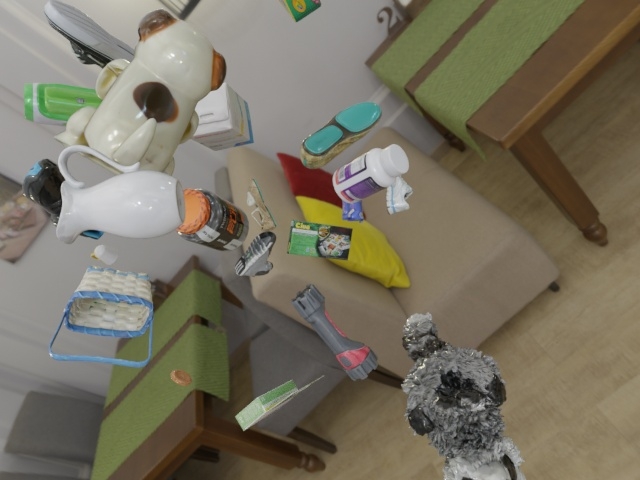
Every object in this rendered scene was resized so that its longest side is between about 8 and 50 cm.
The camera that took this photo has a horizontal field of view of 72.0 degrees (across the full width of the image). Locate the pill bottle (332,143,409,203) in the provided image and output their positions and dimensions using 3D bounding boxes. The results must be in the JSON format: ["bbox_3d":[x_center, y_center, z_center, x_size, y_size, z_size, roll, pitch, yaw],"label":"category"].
[{"bbox_3d":[0.134,-0.179,1.174,0.194,0.108,0.108,-23,43,44],"label":"pill bottle"}]

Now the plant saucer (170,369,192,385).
[{"bbox_3d":[-0.520,0.512,1.650,0.013,0.084,0.083,-60,31,8],"label":"plant saucer"}]

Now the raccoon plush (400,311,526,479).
[{"bbox_3d":[0.342,0.390,1.041,0.216,0.299,0.446,-18,19,18],"label":"raccoon plush"}]

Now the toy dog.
[{"bbox_3d":[-0.421,-0.353,1.080,0.407,0.285,0.395,-62,19,-10],"label":"toy dog"}]

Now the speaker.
[{"bbox_3d":[-0.789,-0.431,1.439,0.131,0.297,0.131,2,93,58],"label":"speaker"}]

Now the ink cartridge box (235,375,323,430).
[{"bbox_3d":[-0.121,0.463,1.312,0.235,0.171,0.056,-46,69,26],"label":"ink cartridge box"}]

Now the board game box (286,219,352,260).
[{"bbox_3d":[0.000,0.000,1.744,0.030,0.260,0.136,-158,77,-65],"label":"board game box"}]

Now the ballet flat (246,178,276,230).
[{"bbox_3d":[-0.230,-0.124,1.612,0.067,0.206,0.073,-28,13,-13],"label":"ballet flat"}]

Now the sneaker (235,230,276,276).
[{"bbox_3d":[-0.220,0.061,1.719,0.229,0.132,0.086,-44,47,21],"label":"sneaker"}]

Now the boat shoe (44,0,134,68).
[{"bbox_3d":[-0.681,-0.572,1.314,0.119,0.335,0.121,-34,73,12],"label":"boat shoe"}]

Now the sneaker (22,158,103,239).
[{"bbox_3d":[-0.711,-0.110,1.253,0.341,0.140,0.125,112,-177,-67],"label":"sneaker"}]

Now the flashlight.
[{"bbox_3d":[0.042,0.260,1.269,0.103,0.304,0.103,-38,7,-10],"label":"flashlight"}]

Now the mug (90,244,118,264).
[{"bbox_3d":[-0.764,0.052,1.547,0.078,0.064,0.062,-42,55,0],"label":"mug"}]

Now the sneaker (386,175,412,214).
[{"bbox_3d":[0.253,-0.173,1.411,0.083,0.071,0.190,-5,69,15],"label":"sneaker"}]

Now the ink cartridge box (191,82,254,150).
[{"bbox_3d":[-0.371,-0.446,1.615,0.171,0.233,0.168,-9,88,9],"label":"ink cartridge box"}]

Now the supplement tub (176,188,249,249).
[{"bbox_3d":[-0.436,-0.079,1.729,0.207,0.338,0.207,-3,80,15],"label":"supplement tub"}]

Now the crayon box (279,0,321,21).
[{"bbox_3d":[-0.110,-0.667,1.002,0.081,0.278,0.165,-32,59,6],"label":"crayon box"}]

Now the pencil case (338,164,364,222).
[{"bbox_3d":[0.162,-0.243,2.297,0.120,0.133,0.305,-1,99,19],"label":"pencil case"}]

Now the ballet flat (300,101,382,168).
[{"bbox_3d":[0.064,-0.348,1.470,0.348,0.123,0.123,-39,24,-26],"label":"ballet flat"}]

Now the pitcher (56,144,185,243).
[{"bbox_3d":[-0.363,-0.088,0.802,0.125,0.207,0.177,-138,43,-81],"label":"pitcher"}]

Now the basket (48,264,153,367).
[{"bbox_3d":[-0.611,0.228,1.285,0.201,0.255,0.288,-60,26,34],"label":"basket"}]
